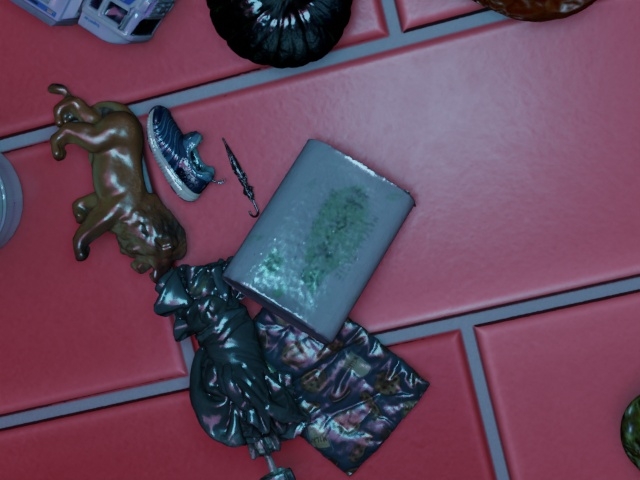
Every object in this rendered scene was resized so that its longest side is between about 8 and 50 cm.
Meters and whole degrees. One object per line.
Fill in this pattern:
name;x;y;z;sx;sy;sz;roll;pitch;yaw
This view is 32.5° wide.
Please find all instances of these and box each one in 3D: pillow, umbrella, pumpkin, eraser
pillow;0.002;0.192;1.555;0.255;0.034;0.189;39;103;4
umbrella;-0.111;-0.090;1.551;0.022;0.013;0.122;-18;95;31
umbrella;-0.112;0.189;1.510;0.143;0.094;0.348;-20;89;8
pumpkin;-0.055;-0.327;1.452;0.202;0.140;0.202;-1;95;-14
eraser;0.000;0.000;1.473;0.174;0.081;0.227;31;77;1

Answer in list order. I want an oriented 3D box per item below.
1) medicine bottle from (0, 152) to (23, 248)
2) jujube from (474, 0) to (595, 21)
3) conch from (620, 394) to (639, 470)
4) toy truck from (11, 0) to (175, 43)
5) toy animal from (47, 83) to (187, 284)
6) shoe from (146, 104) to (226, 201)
medicine bottle;-0.551;-0.038;1.433;0.214;0.379;0.213;1;96;8
jujube;0.251;-0.366;1.395;0.236;0.168;0.168;7;97;8
conch;0.495;0.259;1.450;0.187;0.124;0.181;22;102;-3
toy truck;-0.334;-0.363;1.497;0.268;0.124;0.155;33;107;5
toy animal;-0.284;-0.083;1.546;0.158;0.097;0.312;-11;93;-1
shoe;-0.193;-0.126;1.533;0.071;0.064;0.143;-27;95;11
